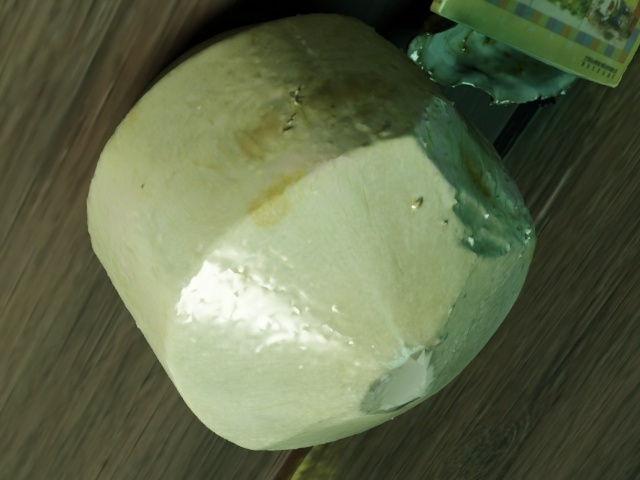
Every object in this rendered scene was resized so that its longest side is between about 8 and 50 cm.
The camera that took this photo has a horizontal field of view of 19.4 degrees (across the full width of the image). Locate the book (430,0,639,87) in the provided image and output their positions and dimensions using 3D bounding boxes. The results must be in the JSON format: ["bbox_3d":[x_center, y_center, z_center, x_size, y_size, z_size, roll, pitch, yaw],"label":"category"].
[{"bbox_3d":[0.154,-0.189,1.028,0.168,0.013,0.192,15,104,-46],"label":"book"}]

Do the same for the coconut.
[{"bbox_3d":[0.001,0.002,0.995,0.241,0.241,0.241,-21,142,-17],"label":"coconut"}]

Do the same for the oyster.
[{"bbox_3d":[0.119,-0.128,1.081,0.148,0.051,0.103,13,114,-36],"label":"oyster"}]
